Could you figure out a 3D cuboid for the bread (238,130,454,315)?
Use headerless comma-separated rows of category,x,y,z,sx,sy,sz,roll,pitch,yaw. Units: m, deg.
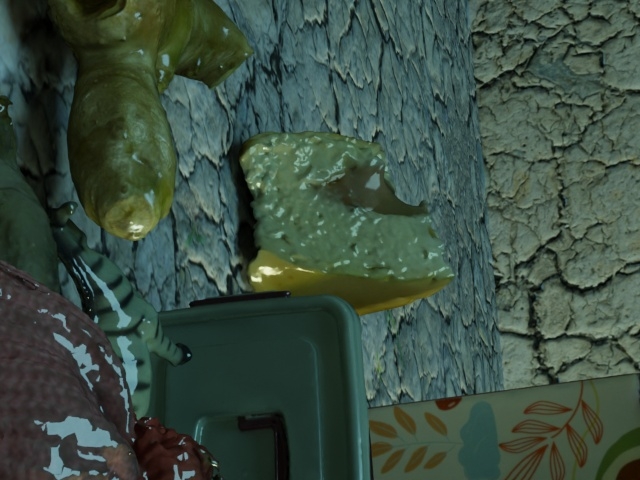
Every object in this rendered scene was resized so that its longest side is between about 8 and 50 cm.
bread,-0.012,0.002,1.697,0.211,0.224,0.183,-42,-127,57

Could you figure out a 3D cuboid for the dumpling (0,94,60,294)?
dumpling,-0.199,0.043,0.972,0.166,0.086,0.332,30,49,-74

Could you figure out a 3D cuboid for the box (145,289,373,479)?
box,-0.044,0.202,1.253,0.167,0.193,0.294,63,23,-63

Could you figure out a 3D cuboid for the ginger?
ginger,-0.168,-0.213,1.202,0.348,0.122,0.363,-82,149,-72

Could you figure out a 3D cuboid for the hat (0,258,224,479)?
hat,-0.175,0.118,0.854,0.286,0.107,0.236,19,67,-36

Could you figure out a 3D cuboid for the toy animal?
toy animal,-0.156,0.089,1.130,0.176,0.073,0.216,39,48,-60

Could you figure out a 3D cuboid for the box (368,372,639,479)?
box,0.141,0.325,1.465,0.122,0.385,0.344,51,33,-62
